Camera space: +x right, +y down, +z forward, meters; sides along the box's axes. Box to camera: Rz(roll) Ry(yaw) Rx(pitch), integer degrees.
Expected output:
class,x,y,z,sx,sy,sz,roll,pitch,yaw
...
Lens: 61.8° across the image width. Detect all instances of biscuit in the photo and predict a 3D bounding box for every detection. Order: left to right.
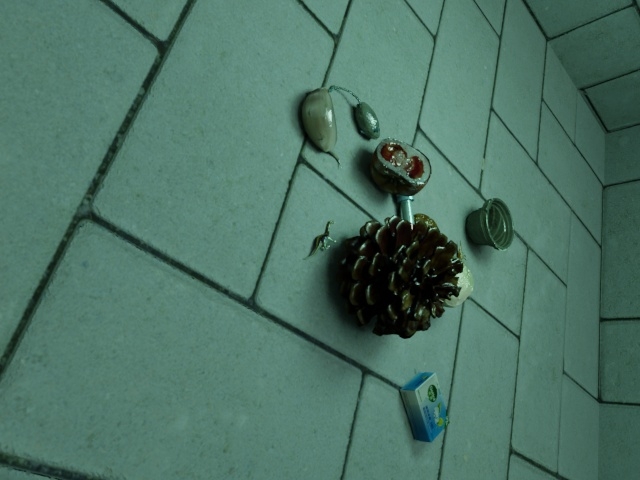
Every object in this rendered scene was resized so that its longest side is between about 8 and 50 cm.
class,x,y,z,sx,sy,sz,roll,pitch,yaw
biscuit,0.396,0.001,2.045,0.225,0.042,0.226,10,75,-43

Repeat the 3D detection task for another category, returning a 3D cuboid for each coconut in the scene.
class,x,y,z,sx,sy,sz,roll,pitch,yaw
coconut,0.464,0.161,1.983,0.194,0.194,0.195,12,73,-43

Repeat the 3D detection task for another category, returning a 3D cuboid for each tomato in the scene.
class,x,y,z,sx,sy,sz,roll,pitch,yaw
tomato,0.265,-0.240,1.880,0.214,0.155,0.181,34,57,-2

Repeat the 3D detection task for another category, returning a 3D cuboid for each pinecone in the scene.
class,x,y,z,sx,sy,sz,roll,pitch,yaw
pinecone,0.264,0.110,1.665,0.397,0.397,0.399,12,73,-43

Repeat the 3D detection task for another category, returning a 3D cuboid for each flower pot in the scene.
class,x,y,z,sx,sy,sz,roll,pitch,yaw
flower pot,0.723,-0.061,2.314,0.235,0.140,0.236,13,70,-42

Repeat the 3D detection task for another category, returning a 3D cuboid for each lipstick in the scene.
class,x,y,z,sx,sy,sz,roll,pitch,yaw
lipstick,0.315,-0.146,1.972,0.061,0.067,0.275,64,20,-79

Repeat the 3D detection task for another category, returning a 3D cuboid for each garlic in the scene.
class,x,y,z,sx,sy,sz,roll,pitch,yaw
garlic,0.011,-0.358,1.712,0.148,0.128,0.267,-12,101,-34

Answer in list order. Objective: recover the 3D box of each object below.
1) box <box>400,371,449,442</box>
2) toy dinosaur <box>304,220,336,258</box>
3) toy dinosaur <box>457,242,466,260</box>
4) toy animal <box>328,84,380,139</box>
class,x,y,z,sx,sy,sz,roll,pitch,yaw
box,0.366,0.580,1.868,0.139,0.073,0.194,-23,98,-45
toy dinosaur,0.012,0.009,1.664,0.058,0.037,0.180,39,46,-4
toy dinosaur,0.589,0.057,2.234,0.041,0.026,0.113,17,78,-24
toy animal,0.134,-0.456,1.865,0.253,0.070,0.079,48,36,-24
